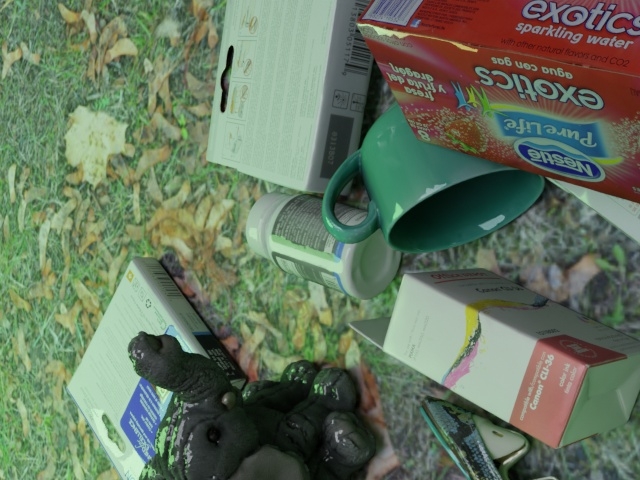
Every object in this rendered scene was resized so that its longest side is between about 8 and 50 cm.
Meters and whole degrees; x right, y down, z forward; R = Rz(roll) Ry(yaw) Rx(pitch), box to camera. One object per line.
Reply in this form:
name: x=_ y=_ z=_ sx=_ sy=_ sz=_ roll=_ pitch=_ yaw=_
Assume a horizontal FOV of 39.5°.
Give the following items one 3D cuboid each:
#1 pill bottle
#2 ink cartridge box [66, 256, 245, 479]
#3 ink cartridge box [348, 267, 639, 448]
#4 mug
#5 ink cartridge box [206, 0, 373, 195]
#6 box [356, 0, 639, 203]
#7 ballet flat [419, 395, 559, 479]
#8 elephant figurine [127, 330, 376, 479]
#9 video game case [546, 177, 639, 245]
pill bottle: x=0.000 y=0.000 z=0.820 sx=0.137 sy=0.078 sz=0.078 roll=19 pitch=102 yaw=40
ink cartridge box: x=-0.193 y=0.163 z=1.012 sx=0.206 sy=0.045 sz=0.208 roll=48 pitch=118 yaw=31
ink cartridge box: x=0.131 y=0.073 z=0.676 sx=0.198 sy=0.115 sz=0.067 roll=26 pitch=107 yaw=39
mug: x=0.085 y=-0.061 z=0.692 sx=0.129 sy=0.157 sz=0.097 roll=-47 pitch=54 yaw=48
ink cartridge box: x=-0.034 y=-0.154 z=0.886 sx=0.232 sy=0.066 sz=0.189 roll=23 pitch=106 yaw=61
box: x=0.168 y=-0.114 z=0.530 sx=0.257 sy=0.122 sz=0.128 roll=22 pitch=69 yaw=39
ballet flat: x=0.151 y=0.191 z=0.702 sx=0.070 sy=0.070 sz=0.188 roll=-48 pitch=62 yaw=30
elephant figurine: x=-0.083 y=0.187 z=0.782 sx=0.169 sy=0.239 sz=0.186 roll=-37 pitch=66 yaw=35
video game case: x=0.312 y=-0.083 z=0.553 sx=0.244 sy=0.061 sz=0.269 roll=46 pitch=118 yaw=34
